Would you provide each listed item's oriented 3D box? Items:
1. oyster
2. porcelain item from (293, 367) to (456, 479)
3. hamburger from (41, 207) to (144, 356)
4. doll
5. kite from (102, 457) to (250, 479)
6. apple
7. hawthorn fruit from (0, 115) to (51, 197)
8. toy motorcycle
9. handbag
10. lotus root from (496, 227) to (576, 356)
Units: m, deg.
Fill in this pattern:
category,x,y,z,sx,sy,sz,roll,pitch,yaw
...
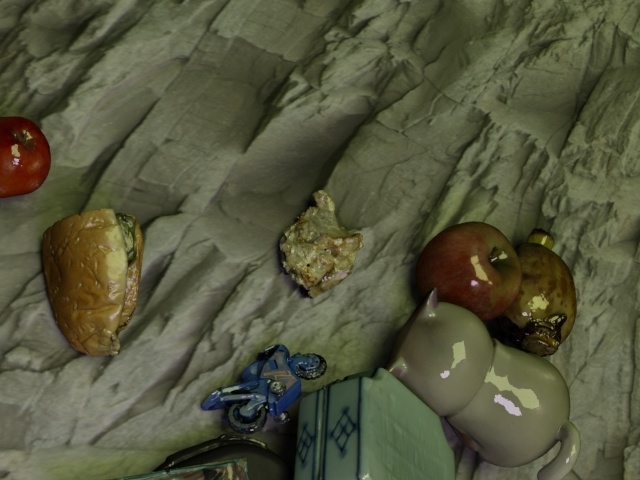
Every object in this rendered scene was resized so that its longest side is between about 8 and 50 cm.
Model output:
category,x,y,z,sx,sy,sz,roll,pitch,yaw
oyster,0.000,0.000,1.785,0.163,0.081,0.191,-3,70,-30
porcelain item,0.085,0.370,1.590,0.286,0.157,0.281,43,36,-37
hamburger,-0.339,0.063,1.496,0.135,0.155,0.208,8,75,-26
doll,0.282,0.257,1.792,0.370,0.226,0.215,34,87,-7
kite,-0.193,0.448,1.402,0.406,0.014,0.368,43,53,-11
apple,0.274,0.062,1.879,0.188,0.174,0.188,15,63,-32
hawthorn fruit,-0.456,-0.126,1.508,0.125,0.140,0.125,-11,90,-67
toy motorcycle,-0.086,0.232,1.625,0.205,0.114,0.076,-36,138,-35
handbag,-0.153,0.429,1.504,0.308,0.093,0.254,-15,79,-36
lotus root,0.422,0.106,1.981,0.169,0.141,0.314,40,43,-26
